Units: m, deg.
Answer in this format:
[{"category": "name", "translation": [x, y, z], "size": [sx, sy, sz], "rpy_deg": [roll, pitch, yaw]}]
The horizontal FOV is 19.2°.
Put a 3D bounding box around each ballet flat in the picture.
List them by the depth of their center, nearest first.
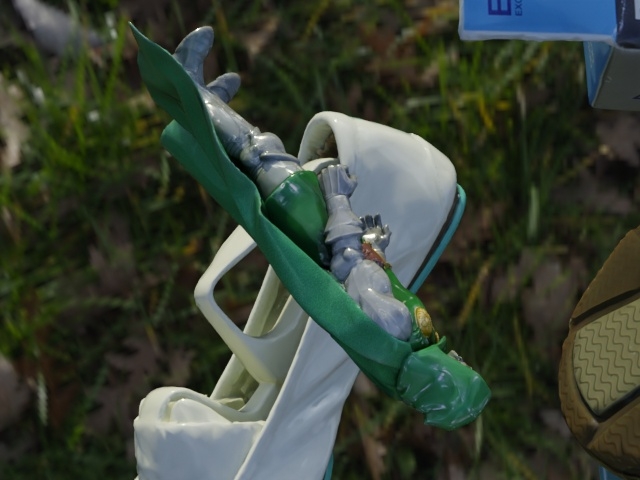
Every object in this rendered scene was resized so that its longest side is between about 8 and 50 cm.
[{"category": "ballet flat", "translation": [-0.043, 0.091, 1.209], "size": [0.139, 0.139, 0.400], "rpy_deg": [21, 73, 19]}]

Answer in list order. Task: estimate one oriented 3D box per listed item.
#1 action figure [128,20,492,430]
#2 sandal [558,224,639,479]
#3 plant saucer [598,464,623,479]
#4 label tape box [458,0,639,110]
[{"category": "action figure", "translation": [0.000, 0.000, 0.885], "size": [0.063, 0.137, 0.232], "rpy_deg": [-38, 65, -2]}, {"category": "sandal", "translation": [0.143, -0.010, 0.330], "size": [0.219, 0.060, 0.090], "rpy_deg": [-32, 23, 12]}, {"category": "plant saucer", "translation": [0.188, 0.157, 1.069], "size": [0.067, 0.192, 0.018], "rpy_deg": [6, 24, 35]}, {"category": "label tape box", "translation": [0.198, -0.195, 0.934], "size": [0.348, 0.115, 0.249], "rpy_deg": [0, 79, -21]}]
